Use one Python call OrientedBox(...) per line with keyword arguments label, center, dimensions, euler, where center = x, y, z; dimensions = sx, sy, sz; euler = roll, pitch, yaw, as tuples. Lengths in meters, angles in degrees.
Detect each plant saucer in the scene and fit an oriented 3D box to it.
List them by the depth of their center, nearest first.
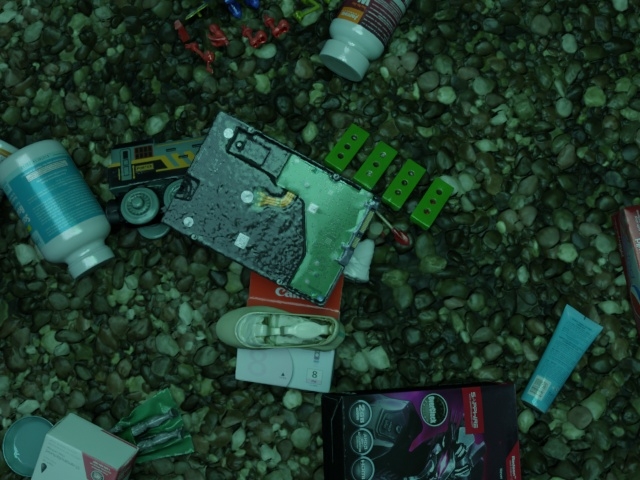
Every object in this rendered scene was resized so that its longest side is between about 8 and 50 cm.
OrientedBox(label="plant saucer", center=(-0.579, 0.413, 1.472), dimensions=(0.119, 0.021, 0.119), euler=(-1, 82, 5))

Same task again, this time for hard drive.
OrientedBox(label="hard drive", center=(-0.089, -0.057, 1.349), dimensions=(0.339, 0.064, 0.237), euler=(27, 92, -4))

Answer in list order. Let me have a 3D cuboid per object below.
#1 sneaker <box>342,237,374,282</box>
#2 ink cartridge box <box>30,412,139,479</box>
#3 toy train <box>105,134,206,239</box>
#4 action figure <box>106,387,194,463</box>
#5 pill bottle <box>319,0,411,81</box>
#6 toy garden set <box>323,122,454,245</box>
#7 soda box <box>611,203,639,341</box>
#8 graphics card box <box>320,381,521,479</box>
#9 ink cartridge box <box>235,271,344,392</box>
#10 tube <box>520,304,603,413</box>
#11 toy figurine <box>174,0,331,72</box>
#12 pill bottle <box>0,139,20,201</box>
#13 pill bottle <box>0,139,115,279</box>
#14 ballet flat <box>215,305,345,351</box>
OrientedBox(label="sneaker", center=(0.000, 0.000, 1.452), dimensions=(0.232, 0.090, 0.115), euler=(20, 78, -2))
OrientedBox(label="ink cartridge box", center=(-0.461, 0.466, 1.385), dimensions=(0.158, 0.092, 0.218), euler=(25, 108, 6))
OrientedBox(label="toy train", center=(-0.268, -0.121, 1.462), dimensions=(0.333, 0.142, 0.190), euler=(-10, 73, 3))
OrientedBox(label="action figure", center=(-0.382, 0.400, 1.441), dimensions=(0.232, 0.063, 0.137), euler=(-24, 85, 5))
OrientedBox(label="pill bottle", center=(0.093, -0.442, 1.474), dimensions=(0.121, 0.121, 0.221), euler=(29, 86, 8))
OrientedBox(label="toy garden set", center=(0.109, -0.087, 1.447), dimensions=(0.244, 0.049, 0.204), euler=(34, 66, 5))
OrientedBox(label="soda box", center=(0.629, 0.063, 1.379), dimensions=(0.083, 0.092, 0.263), euler=(-11, 82, 4))
OrientedBox(label="graphics card box", center=(0.185, 0.375, 1.297), dimensions=(0.370, 0.094, 0.233), euler=(2, 82, -24))
OrientedBox(label="ink cartridge box", center=(-0.060, 0.168, 1.410), dimensions=(0.189, 0.066, 0.232), euler=(8, 107, 6))
OrientedBox(label="tube", center=(0.456, 0.230, 1.398), dimensions=(0.080, 0.052, 0.207), euler=(33, 81, 3))
OrientedBox(label="toy figurine", center=(-0.148, -0.528, 1.429), dimensions=(0.362, 0.217, 0.191), euler=(-29, 58, 1))
OrientedBox(label="pill bottle", center=(-0.711, -0.114, 1.500), dimensions=(0.121, 0.121, 0.216), euler=(27, 86, 8))
OrientedBox(label="pill bottle", center=(-0.517, -0.057, 1.455), dimensions=(0.146, 0.146, 0.264), euler=(-31, 90, 0))
OrientedBox(label="ballet flat", center=(-0.079, 0.164, 1.356), dimensions=(0.248, 0.086, 0.086), euler=(0, 83, 5))
